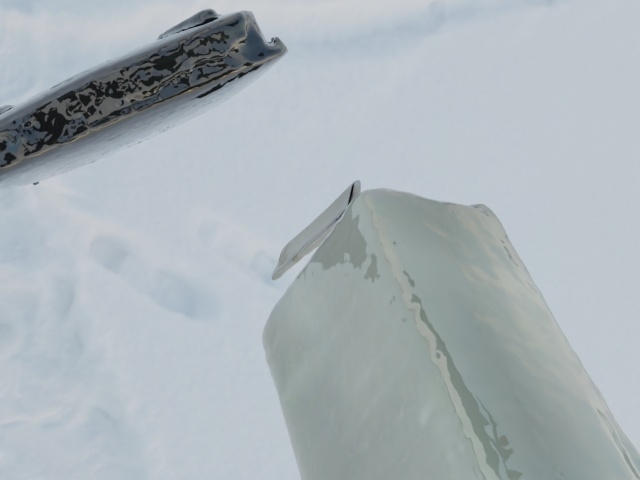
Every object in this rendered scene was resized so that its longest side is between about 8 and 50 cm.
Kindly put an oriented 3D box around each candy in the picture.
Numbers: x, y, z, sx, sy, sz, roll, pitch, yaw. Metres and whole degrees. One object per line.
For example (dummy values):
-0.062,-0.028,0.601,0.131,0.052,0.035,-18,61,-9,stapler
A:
0.080,0.139,0.607,0.145,0.208,0.359,12,38,-28,candy

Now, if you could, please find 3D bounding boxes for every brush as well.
0.000,0.000,1.123,0.050,0.321,0.060,25,69,-11,brush

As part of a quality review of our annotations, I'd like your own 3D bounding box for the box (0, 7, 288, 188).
-0.226,-0.147,0.945,0.359,0.350,0.091,-27,99,-8,box
